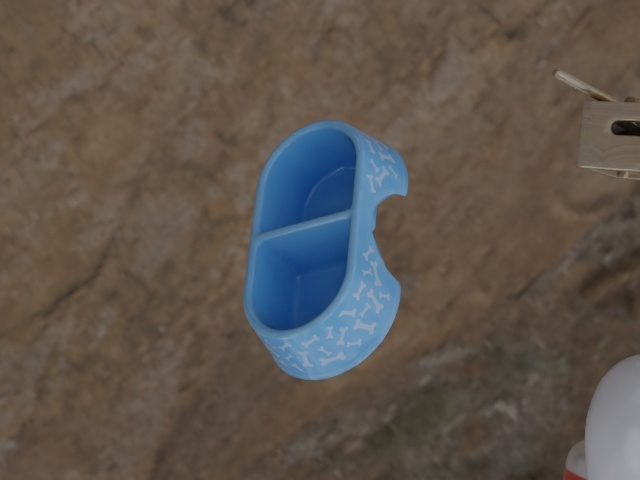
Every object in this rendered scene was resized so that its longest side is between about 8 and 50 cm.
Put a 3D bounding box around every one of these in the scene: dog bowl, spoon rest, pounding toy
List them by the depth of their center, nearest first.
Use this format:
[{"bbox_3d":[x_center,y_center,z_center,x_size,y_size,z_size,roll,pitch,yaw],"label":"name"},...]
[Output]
[{"bbox_3d":[0.270,0.149,1.013,0.276,0.137,0.084,14,157,-26],"label":"spoon rest"},{"bbox_3d":[0.325,-0.118,1.718,0.130,0.141,0.100,9,87,-60],"label":"pounding toy"},{"bbox_3d":[0.000,0.000,1.753,0.166,0.297,0.074,-14,144,30],"label":"dog bowl"}]

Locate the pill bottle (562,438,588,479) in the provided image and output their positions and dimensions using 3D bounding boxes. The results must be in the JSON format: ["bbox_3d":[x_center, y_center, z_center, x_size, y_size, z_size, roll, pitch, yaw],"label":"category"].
[{"bbox_3d":[0.286,0.359,1.377,0.210,0.210,0.362,6,92,-40],"label":"pill bottle"}]
